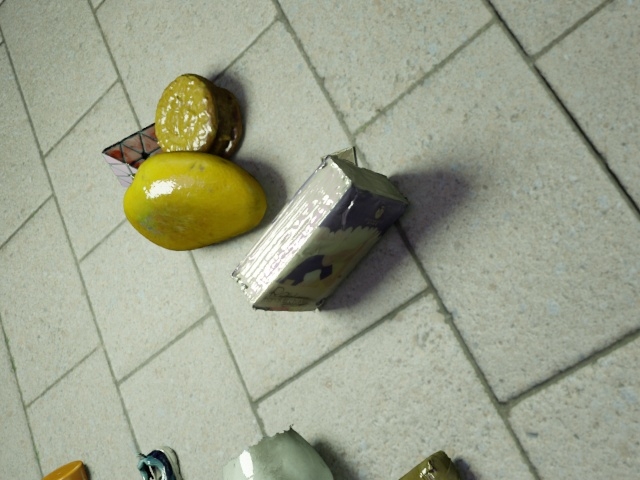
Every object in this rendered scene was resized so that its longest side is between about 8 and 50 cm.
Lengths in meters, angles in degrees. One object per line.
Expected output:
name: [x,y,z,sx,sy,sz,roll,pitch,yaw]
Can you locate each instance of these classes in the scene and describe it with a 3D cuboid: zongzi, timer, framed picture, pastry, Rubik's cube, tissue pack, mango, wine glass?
zongzi: [0.217,0.524,1.336,0.189,0.081,0.178,-47,71,26]
timer: [-0.677,0.698,1.888,0.132,0.132,0.152,-22,96,29]
framed picture: [0.042,-0.171,1.581,0.089,0.006,0.066,-17,74,30]
pastry: [-0.324,-0.297,1.765,0.235,0.132,0.240,-34,65,24]
Rubik's cube: [-0.530,-0.199,1.893,0.178,0.190,0.211,-40,58,42]
tissue pack: [0.000,0.000,1.445,0.344,0.242,0.125,-49,62,19]
mango: [-0.302,-0.091,1.670,0.364,0.182,0.253,3,127,22]
wine glass: [-0.054,0.560,1.418,0.238,0.238,0.323,-38,73,24]

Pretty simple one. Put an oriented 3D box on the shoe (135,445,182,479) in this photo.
shoe: [-0.391,0.610,1.703,0.091,0.106,0.207,-34,72,27]
